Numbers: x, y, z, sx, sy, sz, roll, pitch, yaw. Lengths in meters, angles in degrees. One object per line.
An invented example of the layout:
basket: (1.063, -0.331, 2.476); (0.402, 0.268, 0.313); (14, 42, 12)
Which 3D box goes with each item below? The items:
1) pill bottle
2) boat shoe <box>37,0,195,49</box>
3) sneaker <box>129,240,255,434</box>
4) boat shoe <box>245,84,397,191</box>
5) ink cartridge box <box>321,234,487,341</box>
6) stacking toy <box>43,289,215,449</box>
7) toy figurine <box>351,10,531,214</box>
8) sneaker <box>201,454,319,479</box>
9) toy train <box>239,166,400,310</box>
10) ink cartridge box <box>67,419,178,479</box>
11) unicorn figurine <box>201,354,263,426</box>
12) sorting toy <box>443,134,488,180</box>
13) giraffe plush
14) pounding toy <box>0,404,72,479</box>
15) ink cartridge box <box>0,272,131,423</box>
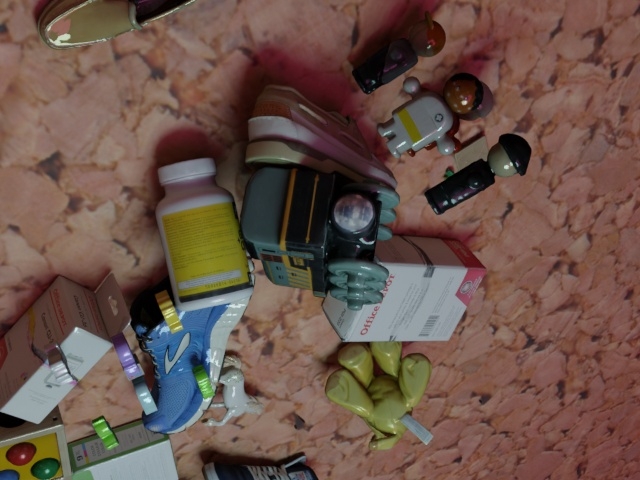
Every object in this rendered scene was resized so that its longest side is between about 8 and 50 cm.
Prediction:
pill bottle: (-0.152, -0.008, 1.151); (0.103, 0.103, 0.184); (-12, 90, -21)
boat shoe: (-0.215, -0.254, 0.983); (0.190, 0.072, 0.068); (-28, 135, -6)
sneaker: (-0.211, 0.133, 1.293); (0.147, 0.130, 0.330); (10, 114, -23)
boat shoe: (0.017, -0.119, 1.198); (0.302, 0.113, 0.103); (20, 72, -58)
ink cartridge box: (0.132, 0.078, 1.449); (0.218, 0.092, 0.159); (3, 124, -34)
stacking toy: (-0.239, 0.178, 1.178); (0.167, 0.052, 0.221); (-25, 134, -10)
toy figurine: (0.159, -0.166, 1.178); (0.148, 0.213, 0.209); (-31, 132, 13)
sneaker: (-0.094, 0.433, 1.606); (0.153, 0.099, 0.282); (-30, 142, 2)
toy train: (0.000, 0.000, 1.195); (0.190, 0.142, 0.334); (9, 167, 3)
ink cartridge box: (-0.338, 0.362, 1.432); (0.209, 0.062, 0.109); (-17, 133, -17)
unicorn figurine: (-0.146, 0.251, 1.453); (0.111, 0.060, 0.162); (-14, 132, -19)
sorting toy: (0.222, -0.123, 1.389); (0.083, 0.012, 0.062); (-32, 140, -8)
giraffe plush: (0.111, 0.275, 1.568); (0.181, 0.210, 0.170); (-29, 164, -10)
pounding toy: (-0.468, 0.286, 1.271); (0.206, 0.094, 0.181); (-13, 131, -22)
ink cartridge box: (-0.347, 0.130, 1.197); (0.198, 0.115, 0.067); (-46, 134, 9)
